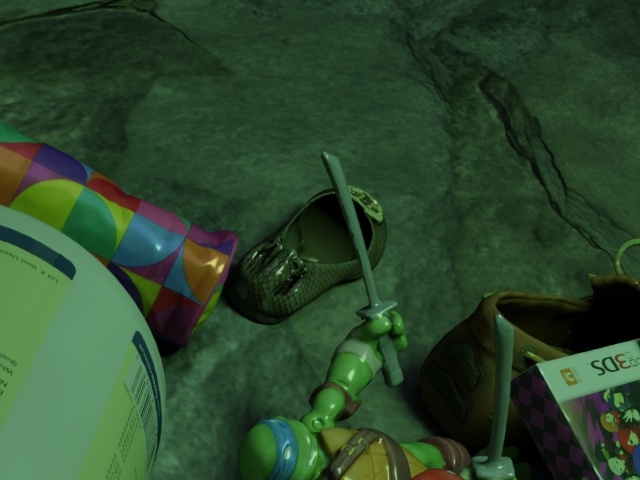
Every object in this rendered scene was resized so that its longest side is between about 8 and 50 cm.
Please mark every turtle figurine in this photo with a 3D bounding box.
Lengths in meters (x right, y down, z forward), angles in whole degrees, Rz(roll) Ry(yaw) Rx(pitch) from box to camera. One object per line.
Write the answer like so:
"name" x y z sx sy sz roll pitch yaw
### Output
"turtle figurine" 0.087 0.128 1.176 0.198 0.274 0.266 13 -14 44

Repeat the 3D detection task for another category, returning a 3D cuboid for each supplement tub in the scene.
"supplement tub" -0.216 0.145 0.864 0.235 0.235 0.325 26 28 -7

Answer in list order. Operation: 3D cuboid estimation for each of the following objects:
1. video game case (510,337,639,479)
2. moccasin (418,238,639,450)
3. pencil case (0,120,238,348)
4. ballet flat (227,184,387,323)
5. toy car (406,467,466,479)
"video game case" 0.259 0.181 1.292 0.210 0.042 0.232 -8 64 -47
"moccasin" 0.250 0.088 1.481 0.380 0.147 0.139 7 36 -37
"pencil case" -0.179 -0.012 1.300 0.236 0.104 0.104 29 28 -5
"ballet flat" 0.000 0.000 1.484 0.084 0.058 0.250 37 29 11
"toy car" -0.006 0.246 1.000 0.239 0.053 0.225 -14 59 6
